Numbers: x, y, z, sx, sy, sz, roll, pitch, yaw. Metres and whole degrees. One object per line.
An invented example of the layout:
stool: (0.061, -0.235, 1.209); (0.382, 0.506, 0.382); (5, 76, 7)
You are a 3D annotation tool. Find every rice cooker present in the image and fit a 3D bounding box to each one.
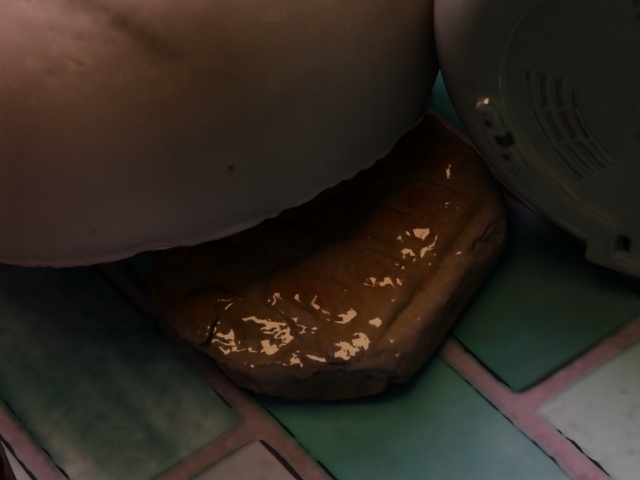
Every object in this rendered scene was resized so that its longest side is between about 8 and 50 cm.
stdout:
rice cooker: (0.221, -0.144, 0.979); (0.288, 0.288, 0.277); (14, 50, 23)

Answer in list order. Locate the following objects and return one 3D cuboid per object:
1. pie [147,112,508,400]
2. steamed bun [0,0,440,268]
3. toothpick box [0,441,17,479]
pie: (0.000, 0.000, 1.038); (0.195, 0.046, 0.195); (-5, 46, 5)
steamed bun: (-0.093, -0.138, 1.027); (0.324, 0.206, 0.324); (-15, 25, 7)
toothpick box: (-0.222, 0.107, 0.773); (0.204, 0.333, 0.204); (-5, 45, 5)
